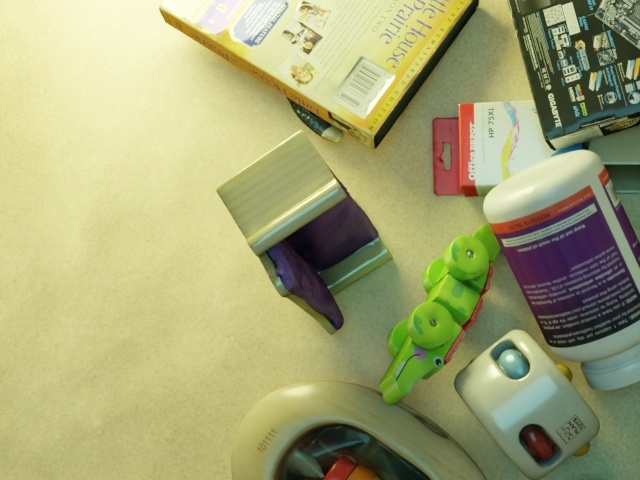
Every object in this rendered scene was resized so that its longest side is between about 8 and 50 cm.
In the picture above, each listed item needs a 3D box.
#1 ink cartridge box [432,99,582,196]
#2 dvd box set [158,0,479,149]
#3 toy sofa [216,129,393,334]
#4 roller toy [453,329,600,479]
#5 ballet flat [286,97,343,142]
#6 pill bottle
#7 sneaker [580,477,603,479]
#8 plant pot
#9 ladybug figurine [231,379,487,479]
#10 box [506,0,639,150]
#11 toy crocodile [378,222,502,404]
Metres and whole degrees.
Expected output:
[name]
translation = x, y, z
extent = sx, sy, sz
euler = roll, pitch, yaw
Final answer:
[ink cartridge box]
translation = 0.284, -0.141, 1.861
extent = 0.231, 0.078, 0.134
euler = -2, 81, 11
[dvd box set]
translation = -0.001, -0.375, 1.939
extent = 0.420, 0.062, 0.308
euler = 32, 78, 14
[toy sofa]
translation = 0.000, 0.000, 1.749
extent = 0.150, 0.362, 0.177
euler = -34, 70, 3
[roller toy]
translation = 0.302, 0.233, 1.738
extent = 0.146, 0.191, 0.209
euler = -39, 77, 3
[ballet flat]
translation = -0.019, -0.225, 1.941
extent = 0.049, 0.057, 0.173
euler = -47, 71, 29
[pill bottle]
translation = 0.375, 0.045, 1.734
extent = 0.181, 0.181, 0.323
euler = -25, 98, 6
[sneaker]
translation = 0.449, 0.454, 1.716
extent = 0.107, 0.110, 0.275
euler = -39, 75, 3
[plant pot]
translation = 0.453, -0.135, 1.820
extent = 0.109, 0.109, 0.096
euler = 1, 69, 11
[ladybug figurine]
translation = 0.078, 0.389, 1.771
extent = 0.449, 0.162, 0.305
euler = 37, 88, 15
[box]
translation = 0.436, -0.313, 1.765
extent = 0.293, 0.073, 0.295
euler = -17, 75, 16
[toy crocodile]
translation = 0.188, 0.102, 1.785
extent = 0.105, 0.115, 0.340
euler = 34, 58, -2
